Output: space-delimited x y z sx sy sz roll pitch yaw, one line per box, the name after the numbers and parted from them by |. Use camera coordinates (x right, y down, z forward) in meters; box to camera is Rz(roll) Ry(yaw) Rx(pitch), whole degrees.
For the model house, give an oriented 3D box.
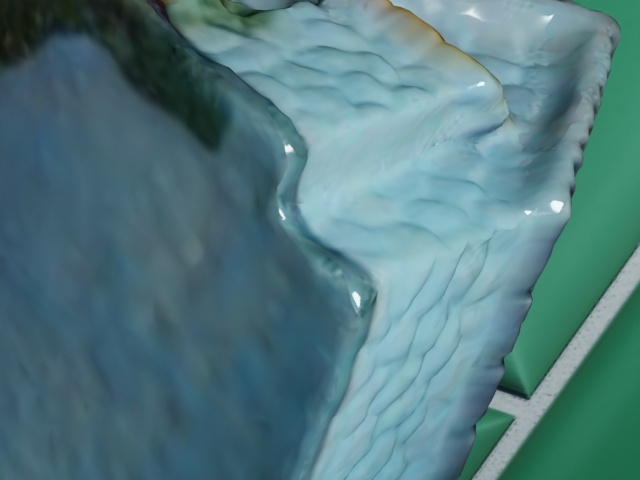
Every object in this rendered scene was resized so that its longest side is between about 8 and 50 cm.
0.000 0.000 0.990 0.339 0.297 0.360 -19 138 -41 | model house
